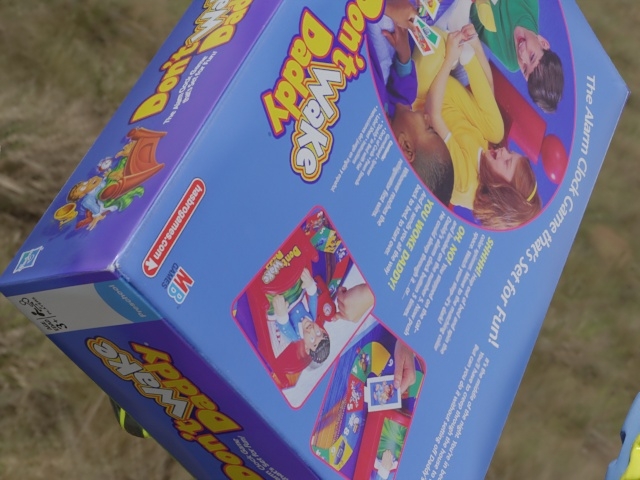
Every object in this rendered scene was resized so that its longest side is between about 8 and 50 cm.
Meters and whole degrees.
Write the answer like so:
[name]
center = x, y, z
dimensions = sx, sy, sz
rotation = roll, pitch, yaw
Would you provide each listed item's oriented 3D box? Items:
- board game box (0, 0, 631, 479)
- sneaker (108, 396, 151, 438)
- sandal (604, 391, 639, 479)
[board game box]
center = 0.027, -0.035, 0.655
dimensions = 0.233, 0.078, 0.347
rotation = 51, 50, -29
[sneaker]
center = -0.045, 0.066, 1.111
dimensions = 0.147, 0.384, 0.145
rotation = 3, 64, -45
[sandal]
center = 0.203, 0.208, 0.792
dimensions = 0.126, 0.317, 0.138
rotation = 13, -1, -10
